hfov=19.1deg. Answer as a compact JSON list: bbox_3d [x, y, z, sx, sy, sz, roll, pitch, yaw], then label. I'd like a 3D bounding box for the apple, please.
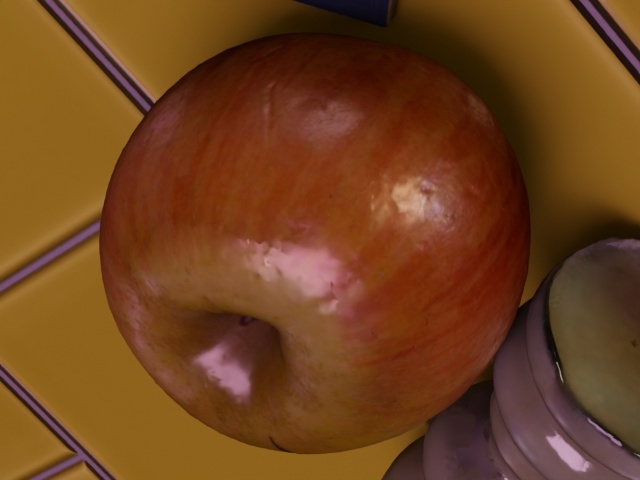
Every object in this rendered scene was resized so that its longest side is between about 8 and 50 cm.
[{"bbox_3d":[0.000,0.000,1.228,0.286,0.233,0.286,16,136,17],"label":"apple"}]

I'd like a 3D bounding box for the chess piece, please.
[{"bbox_3d":[0.151,0.152,1.332,0.182,0.182,0.330,36,139,-5],"label":"chess piece"}]

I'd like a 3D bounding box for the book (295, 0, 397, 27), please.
[{"bbox_3d":[-0.070,-0.251,1.198,0.269,0.025,0.191,18,134,12],"label":"book"}]
